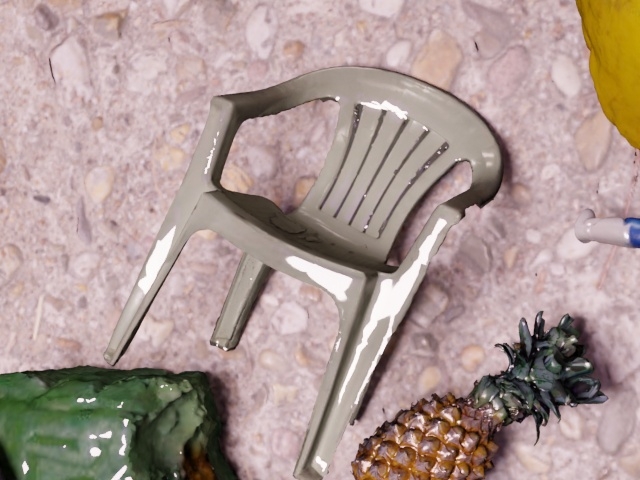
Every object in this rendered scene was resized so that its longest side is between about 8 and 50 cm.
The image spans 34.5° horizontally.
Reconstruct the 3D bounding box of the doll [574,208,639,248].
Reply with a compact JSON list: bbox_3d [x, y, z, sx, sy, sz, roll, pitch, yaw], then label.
[{"bbox_3d":[0.275,-0.004,0.654,0.114,0.227,0.057,39,69,-18],"label":"doll"}]

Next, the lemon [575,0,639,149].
[{"bbox_3d":[0.308,-0.189,0.624,0.285,0.285,0.316,53,136,16],"label":"lemon"}]

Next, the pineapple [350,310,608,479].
[{"bbox_3d":[0.107,0.140,0.758,0.221,0.103,0.083,-39,74,14],"label":"pineapple"}]

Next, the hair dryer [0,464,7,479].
[{"bbox_3d":[-0.227,0.222,0.722,0.124,0.071,0.219,-37,65,14],"label":"hair dryer"}]

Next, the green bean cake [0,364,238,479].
[{"bbox_3d":[-0.132,0.256,0.799,0.300,0.169,0.307,2,85,20],"label":"green bean cake"}]

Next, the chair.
[{"bbox_3d":[0.000,0.000,0.779,0.203,0.190,0.274,29,103,18],"label":"chair"}]
